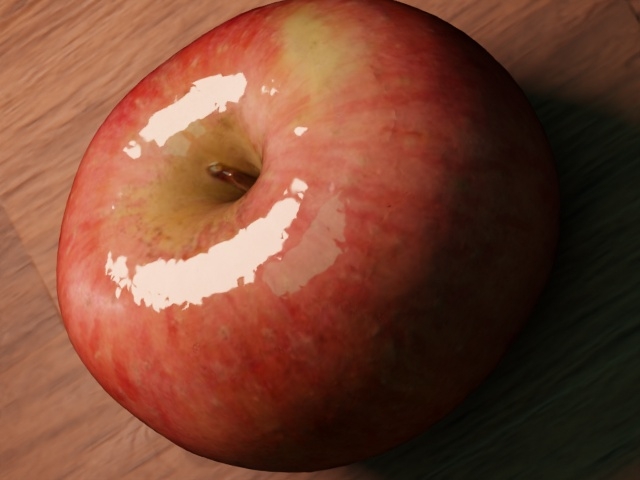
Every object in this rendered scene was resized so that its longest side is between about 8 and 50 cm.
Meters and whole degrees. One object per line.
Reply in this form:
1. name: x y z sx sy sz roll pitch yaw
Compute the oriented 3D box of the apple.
1. apple: 0.000 0.000 1.306 0.344 0.269 0.345 -16 58 28
